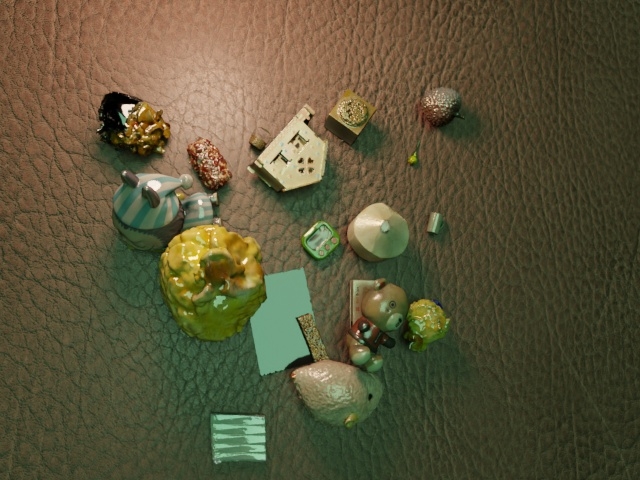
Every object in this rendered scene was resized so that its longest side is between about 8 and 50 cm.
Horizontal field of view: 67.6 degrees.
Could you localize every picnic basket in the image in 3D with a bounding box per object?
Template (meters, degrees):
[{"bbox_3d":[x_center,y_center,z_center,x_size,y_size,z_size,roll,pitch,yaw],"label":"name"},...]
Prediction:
[{"bbox_3d":[-0.235,-0.399,1.860,0.072,0.072,0.083,32,91,-6],"label":"picnic basket"}]

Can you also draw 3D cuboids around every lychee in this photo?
[{"bbox_3d":[0.512,-0.553,1.986,0.197,0.165,0.165,35,77,15],"label":"lychee"}]

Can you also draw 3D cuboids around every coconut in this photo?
[{"bbox_3d":[0.225,-0.029,1.832,0.241,0.241,0.241,1,83,-11],"label":"coconut"}]

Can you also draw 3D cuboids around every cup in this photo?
[{"bbox_3d":[0.475,-0.067,1.983,0.054,0.075,0.083,13,82,27],"label":"cup"}]

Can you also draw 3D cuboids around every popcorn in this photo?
[{"bbox_3d":[-0.371,0.135,1.642,0.354,0.390,0.344,35,33,21],"label":"popcorn"},{"bbox_3d":[0.398,0.329,1.860,0.195,0.173,0.168,-43,94,2],"label":"popcorn"}]

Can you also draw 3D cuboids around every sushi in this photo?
[{"bbox_3d":[-0.669,-0.411,1.721,0.204,0.213,0.200,20,102,5],"label":"sushi"}]

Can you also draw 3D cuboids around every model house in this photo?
[{"bbox_3d":[-0.087,-0.319,1.845,0.244,0.169,0.326,42,79,-11],"label":"model house"}]

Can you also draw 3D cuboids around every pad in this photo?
[{"bbox_3d":[-0.145,0.306,1.827,0.247,0.007,0.367,-12,85,-12],"label":"pad"}]

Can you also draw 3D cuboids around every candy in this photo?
[{"bbox_3d":[0.399,-0.372,2.013,0.035,0.035,0.123,28,70,-18],"label":"candy"}]

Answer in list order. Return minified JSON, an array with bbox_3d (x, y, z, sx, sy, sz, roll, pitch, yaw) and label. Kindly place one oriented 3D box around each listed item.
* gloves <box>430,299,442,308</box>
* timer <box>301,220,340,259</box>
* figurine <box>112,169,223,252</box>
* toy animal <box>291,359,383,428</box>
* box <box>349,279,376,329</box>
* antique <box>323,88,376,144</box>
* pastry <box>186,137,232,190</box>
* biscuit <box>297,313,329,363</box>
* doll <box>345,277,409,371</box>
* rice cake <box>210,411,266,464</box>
[{"bbox_3d":[0.471,0.281,1.945,0.064,0.026,0.086,-13,86,-14],"label":"gloves"},{"bbox_3d":[0.000,0.000,1.873,0.140,0.047,0.128,-45,95,-13],"label":"timer"},{"bbox_3d":[-0.521,-0.100,1.611,0.361,0.377,0.266,-10,85,-11],"label":"figurine"},{"bbox_3d":[0.056,0.561,1.744,0.358,0.188,0.226,17,76,-9],"label":"toy animal"},{"bbox_3d":[0.185,0.256,1.873,0.141,0.058,0.201,1,84,-11],"label":"box"},{"bbox_3d":[0.120,-0.491,1.907,0.152,0.148,0.147,34,76,-3],"label":"antique"},{"bbox_3d":[-0.420,-0.289,1.798,0.115,0.097,0.208,-27,88,-30],"label":"pastry"},{"bbox_3d":[-0.026,0.377,1.821,0.064,0.034,0.199,-21,88,-13],"label":"biscuit"},{"bbox_3d":[0.204,0.310,1.763,0.235,0.174,0.330,40,78,-36],"label":"doll"},{"bbox_3d":[-0.295,0.713,1.729,0.198,0.037,0.189,-2,83,-11],"label":"rice cake"}]
